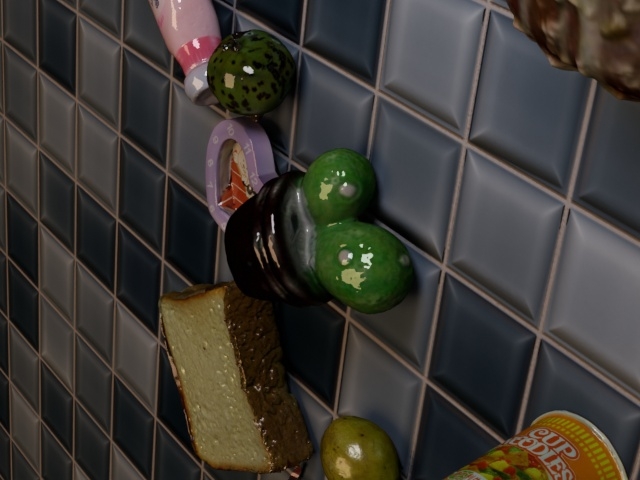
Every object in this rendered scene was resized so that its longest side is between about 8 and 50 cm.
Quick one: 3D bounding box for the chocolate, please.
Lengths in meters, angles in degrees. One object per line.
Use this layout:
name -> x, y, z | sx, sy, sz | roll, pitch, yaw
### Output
chocolate -> 0.275, -0.232, 1.066 | 0.340, 0.225, 0.210 | 38, 139, 46

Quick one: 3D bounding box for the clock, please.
clock -> -0.100, -0.074, 1.802 | 0.172, 0.064, 0.198 | -32, 75, 55

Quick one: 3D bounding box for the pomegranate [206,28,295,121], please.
pomegranate -> -0.092, -0.215, 1.706 | 0.122, 0.122, 0.161 | 54, 167, 29

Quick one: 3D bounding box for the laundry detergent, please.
laundry detergent -> -0.207, -0.352, 1.813 | 0.159, 0.088, 0.335 | 106, 144, -70

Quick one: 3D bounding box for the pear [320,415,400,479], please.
pear -> 0.051, 0.294, 1.684 | 0.131, 0.107, 0.107 | 49, 139, 23

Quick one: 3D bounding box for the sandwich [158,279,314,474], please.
sandwich -> -0.139, 0.208, 1.936 | 0.271, 0.099, 0.301 | -8, 98, 61

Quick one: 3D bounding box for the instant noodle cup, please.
instant noodle cup -> 0.215, 0.290, 1.368 | 0.168, 0.185, 0.168 | 26, 123, 50

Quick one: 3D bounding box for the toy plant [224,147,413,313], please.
toy plant -> 0.000, 0.000, 1.607 | 0.235, 0.175, 0.218 | -16, 81, 31

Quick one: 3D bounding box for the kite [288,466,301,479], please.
kite -> -0.049, 0.441, 1.962 | 0.141, 0.015, 0.245 | 55, 145, 26
